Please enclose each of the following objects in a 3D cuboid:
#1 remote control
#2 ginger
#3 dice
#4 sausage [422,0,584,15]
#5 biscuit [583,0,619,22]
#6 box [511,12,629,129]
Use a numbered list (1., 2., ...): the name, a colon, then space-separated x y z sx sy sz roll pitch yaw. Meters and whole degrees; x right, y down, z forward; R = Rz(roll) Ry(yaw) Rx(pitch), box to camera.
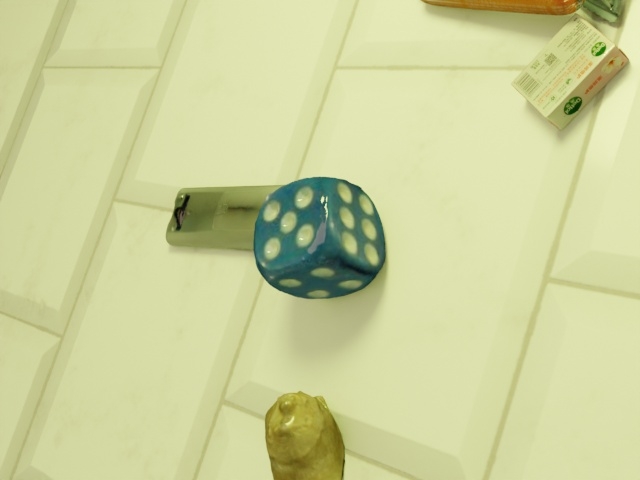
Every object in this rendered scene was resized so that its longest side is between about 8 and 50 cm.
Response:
1. remote control: -0.158 -0.045 1.604 0.313 0.055 0.109 2 73 44
2. ginger: -0.031 0.297 1.290 0.115 0.122 0.193 -13 67 17
3. dice: 0.000 0.000 1.368 0.146 0.146 0.143 -22 59 35
4. sausage: 0.242 -0.349 1.344 0.347 0.053 0.053 25 90 53
5. biscuit: 0.394 -0.452 1.237 0.186 0.079 0.309 41 107 42
6. box: 0.320 -0.218 1.238 0.125 0.043 0.089 -47 46 17
